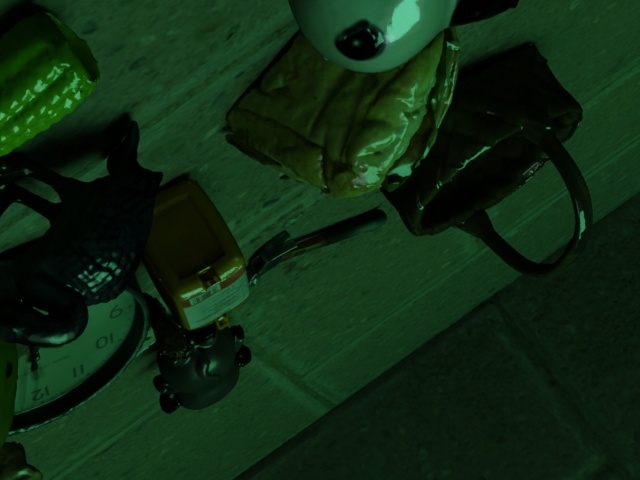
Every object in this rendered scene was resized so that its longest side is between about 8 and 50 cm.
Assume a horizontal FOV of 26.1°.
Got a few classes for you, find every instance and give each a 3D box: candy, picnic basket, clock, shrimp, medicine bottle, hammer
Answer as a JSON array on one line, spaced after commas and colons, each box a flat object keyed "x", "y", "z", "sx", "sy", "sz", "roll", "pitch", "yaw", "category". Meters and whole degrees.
[{"x": -0.303, "y": -0.126, "z": 1.294, "sx": 0.209, "sy": 0.097, "sz": 0.097, "roll": -35, "pitch": 164, "yaw": 17, "category": "candy"}, {"x": 0.288, "y": -0.087, "z": 2.112, "sx": 0.337, "sy": 0.337, "sz": 0.293, "roll": -26, "pitch": 160, "yaw": -29, "category": "picnic basket"}, {"x": -0.372, "y": 0.134, "z": 1.770, "sx": 0.325, "sy": 0.067, "sz": 0.325, "roll": -25, "pitch": 149, "yaw": -16, "category": "clock"}, {"x": -0.208, "y": 0.122, "z": 1.846, "sx": 0.043, "sy": 0.091, "sz": 0.184, "roll": -35, "pitch": -153, "yaw": -6, "category": "shrimp"}, {"x": -0.170, "y": 0.032, "z": 1.843, "sx": 0.112, "sy": 0.149, "sz": 0.222, "roll": -30, "pitch": 163, "yaw": -9, "category": "medicine bottle"}, {"x": 0.000, "y": 0.000, "z": 2.278, "sx": 0.287, "sy": 0.033, "sz": 0.111, "roll": -20, "pitch": 158, "yaw": -41, "category": "hammer"}]

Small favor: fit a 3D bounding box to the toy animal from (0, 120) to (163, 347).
[{"x": -0.269, "y": -0.014, "z": 1.490, "sx": 0.298, "sy": 0.185, "sz": 0.122, "roll": -45, "pitch": 169, "yaw": -43, "category": "toy animal"}]

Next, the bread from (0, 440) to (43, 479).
[{"x": -0.605, "y": 0.453, "z": 2.092, "sx": 0.314, "sy": 0.191, "sz": 0.370, "roll": -15, "pitch": 142, "yaw": -36, "category": "bread"}]

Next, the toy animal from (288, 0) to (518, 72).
[{"x": 0.084, "y": -0.297, "z": 1.392, "sx": 0.266, "sy": 0.212, "sz": 0.212, "roll": -28, "pitch": 161, "yaw": -14, "category": "toy animal"}]

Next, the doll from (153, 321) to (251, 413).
[{"x": -0.203, "y": 0.200, "z": 2.281, "sx": 0.182, "sy": 0.117, "sz": 0.257, "roll": -31, "pitch": 162, "yaw": -8, "category": "doll"}]

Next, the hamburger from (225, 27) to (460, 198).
[{"x": 0.053, "y": -0.158, "z": 1.670, "sx": 0.330, "sy": 0.209, "sz": 0.162, "roll": -41, "pitch": 162, "yaw": 23, "category": "hamburger"}]

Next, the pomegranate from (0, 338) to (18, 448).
[{"x": -0.425, "y": 0.172, "z": 1.473, "sx": 0.291, "sy": 0.323, "sz": 0.291, "roll": -49, "pitch": 148, "yaw": -46, "category": "pomegranate"}]

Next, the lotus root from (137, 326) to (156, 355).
[{"x": -0.292, "y": 0.119, "z": 1.965, "sx": 0.122, "sy": 0.081, "sz": 0.112, "roll": -35, "pitch": 161, "yaw": 0, "category": "lotus root"}]
